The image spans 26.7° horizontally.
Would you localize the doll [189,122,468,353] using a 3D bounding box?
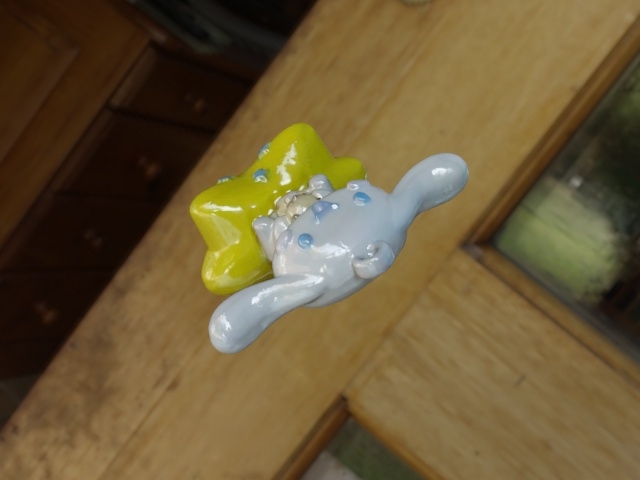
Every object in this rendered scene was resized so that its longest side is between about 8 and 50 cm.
[{"bbox_3d":[-0.006,0.004,0.611,0.113,0.135,0.071,0,-51,40],"label":"doll"}]
